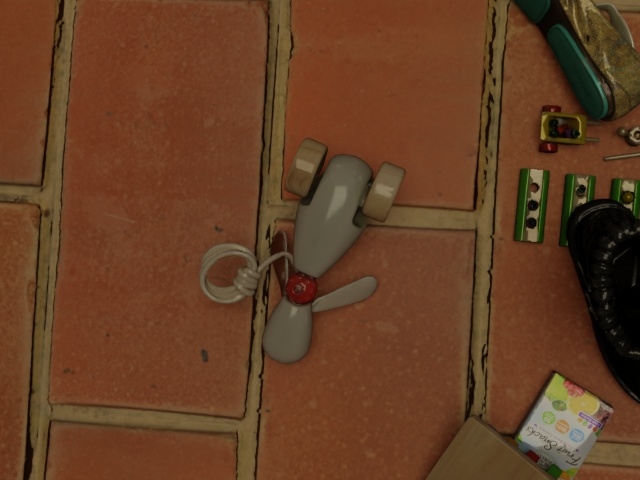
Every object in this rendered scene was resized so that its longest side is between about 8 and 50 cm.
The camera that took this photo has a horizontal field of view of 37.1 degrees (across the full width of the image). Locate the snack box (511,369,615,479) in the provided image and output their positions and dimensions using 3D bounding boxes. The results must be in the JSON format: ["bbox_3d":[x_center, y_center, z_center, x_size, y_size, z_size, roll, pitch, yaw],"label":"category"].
[{"bbox_3d":[0.346,0.275,1.384,0.100,0.037,0.141,32,92,6],"label":"snack box"}]

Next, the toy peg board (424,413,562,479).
[{"bbox_3d":[0.250,0.347,1.362,0.160,0.079,0.161,38,116,19],"label":"toy peg board"}]

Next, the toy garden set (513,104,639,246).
[{"bbox_3d":[0.415,-0.087,1.385,0.244,0.049,0.204,6,89,5],"label":"toy garden set"}]

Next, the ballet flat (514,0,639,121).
[{"bbox_3d":[0.359,-0.335,1.369,0.123,0.123,0.349,-31,85,3],"label":"ballet flat"}]

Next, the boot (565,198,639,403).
[{"bbox_3d":[0.432,0.113,1.257,0.131,0.260,0.348,-29,99,8],"label":"boot"}]

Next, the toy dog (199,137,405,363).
[{"bbox_3d":[0.000,0.000,1.390,0.220,0.161,0.334,42,107,2],"label":"toy dog"}]
